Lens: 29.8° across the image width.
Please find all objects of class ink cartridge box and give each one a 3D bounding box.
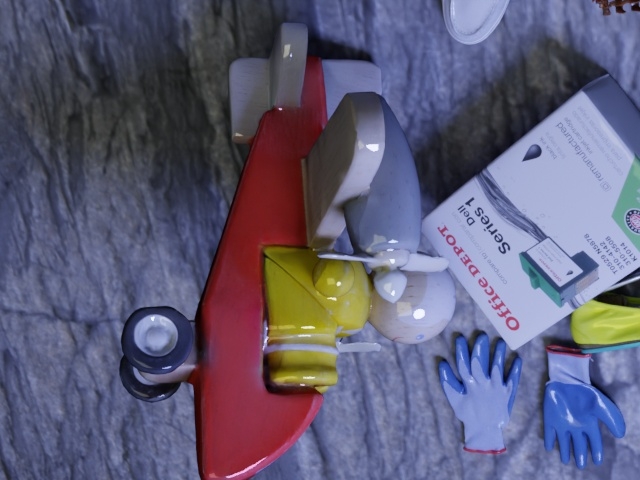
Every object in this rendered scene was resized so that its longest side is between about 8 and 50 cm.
[{"bbox_3d":[0.223,-0.022,1.124,0.219,0.092,0.160,-41,83,34],"label":"ink cartridge box"}]

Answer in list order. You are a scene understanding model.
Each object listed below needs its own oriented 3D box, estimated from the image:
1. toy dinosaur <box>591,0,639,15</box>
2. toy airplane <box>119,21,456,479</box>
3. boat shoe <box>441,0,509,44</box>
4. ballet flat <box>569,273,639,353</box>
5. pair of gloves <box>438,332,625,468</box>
[{"bbox_3d":[0.378,-0.183,0.951,0.164,0.218,0.322,34,160,-25],"label":"toy dinosaur"},{"bbox_3d":[0.000,0.000,1.108,0.272,0.386,0.384,19,114,-3],"label":"toy airplane"},{"bbox_3d":[0.148,-0.253,1.058,0.066,0.063,0.184,26,124,6],"label":"boat shoe"},{"bbox_3d":[0.351,0.064,1.155,0.231,0.077,0.077,-6,93,27],"label":"ballet flat"},{"bbox_3d":[0.226,0.173,1.294,0.198,0.023,0.159,2,120,22],"label":"pair of gloves"}]
